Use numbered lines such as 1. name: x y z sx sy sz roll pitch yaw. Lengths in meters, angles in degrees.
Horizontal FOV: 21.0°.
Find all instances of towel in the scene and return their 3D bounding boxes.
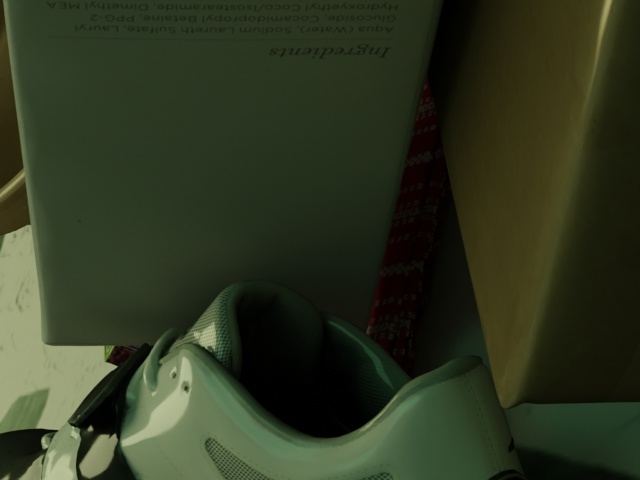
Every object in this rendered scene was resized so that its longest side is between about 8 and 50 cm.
1. towel: 0.000 0.000 0.881 0.199 0.031 0.274 -17 51 50

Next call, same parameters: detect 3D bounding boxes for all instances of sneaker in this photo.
1. sneaker: -0.042 0.084 0.732 0.331 0.122 0.146 2 103 41

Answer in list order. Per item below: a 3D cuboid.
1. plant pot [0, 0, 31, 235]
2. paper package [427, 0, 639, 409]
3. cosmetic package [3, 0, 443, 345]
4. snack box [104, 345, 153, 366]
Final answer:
1. plant pot: -0.141 -0.099 1.074 0.237 0.110 0.237 -33 41 35
2. paper package: 0.137 -0.153 0.543 0.325 0.168 0.309 96 171 -45
3. cosmetic package: -0.041 -0.133 0.666 0.385 0.156 0.217 101 168 -57
4. snack box: -0.085 0.000 0.951 0.100 0.037 0.141 -62 19 19
